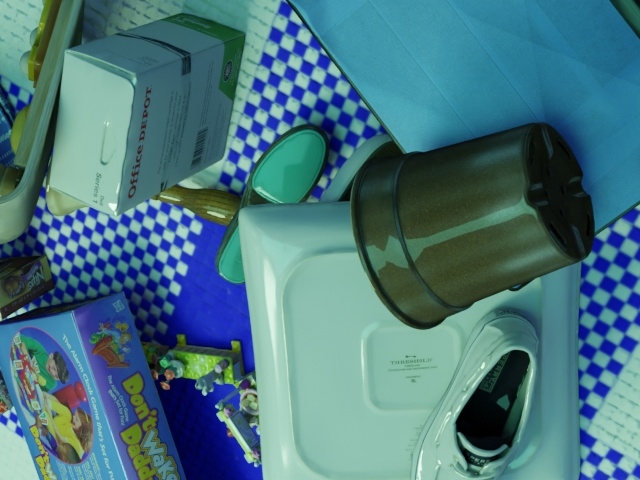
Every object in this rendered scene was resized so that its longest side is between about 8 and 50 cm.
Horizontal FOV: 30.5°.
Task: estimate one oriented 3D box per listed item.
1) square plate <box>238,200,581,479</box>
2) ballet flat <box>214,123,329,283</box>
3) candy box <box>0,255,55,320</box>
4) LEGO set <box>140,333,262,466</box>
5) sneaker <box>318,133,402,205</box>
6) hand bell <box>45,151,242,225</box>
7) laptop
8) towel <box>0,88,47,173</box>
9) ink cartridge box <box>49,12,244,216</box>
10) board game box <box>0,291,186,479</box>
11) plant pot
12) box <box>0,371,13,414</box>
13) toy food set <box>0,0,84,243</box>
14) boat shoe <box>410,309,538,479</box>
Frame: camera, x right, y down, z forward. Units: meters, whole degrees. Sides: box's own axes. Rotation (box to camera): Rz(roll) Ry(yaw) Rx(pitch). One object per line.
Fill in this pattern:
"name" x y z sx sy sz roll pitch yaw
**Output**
"square plate" 0.099 0.122 1.218 0.347 0.049 0.344 -3 110 3
"ballet flat" -0.054 -0.045 1.300 0.074 0.074 0.203 34 105 13
"candy box" -0.458 0.064 1.545 0.186 0.109 0.053 -2 109 29
"LEGO set" -0.131 0.197 1.418 0.287 0.107 0.132 37 122 11
"sneaker" 0.000 0.000 1.278 0.123 0.106 0.290 46 113 50
"hand bell" -0.182 -0.055 1.369 0.242 0.126 0.126 17 116 9
"laptop" 0.209 -0.206 0.995 0.382 0.236 0.408 52 161 1
"towel" -0.516 -0.182 1.526 0.243 0.040 0.336 -25 95 34
"ink cartridge box" -0.182 -0.140 1.250 0.092 0.219 0.160 23 117 19
"board game box" -0.284 0.250 1.483 0.233 0.078 0.347 -11 98 49
"plant pot" 0.141 -0.019 1.036 0.165 0.167 0.167 -18 99 34
"box" -0.496 0.195 1.663 0.094 0.027 0.137 -34 90 33
"toy food set" -0.325 -0.153 1.257 0.092 0.220 0.306 15 77 -10
"boat shoe" 0.151 0.196 1.171 0.095 0.084 0.258 11 110 -2
